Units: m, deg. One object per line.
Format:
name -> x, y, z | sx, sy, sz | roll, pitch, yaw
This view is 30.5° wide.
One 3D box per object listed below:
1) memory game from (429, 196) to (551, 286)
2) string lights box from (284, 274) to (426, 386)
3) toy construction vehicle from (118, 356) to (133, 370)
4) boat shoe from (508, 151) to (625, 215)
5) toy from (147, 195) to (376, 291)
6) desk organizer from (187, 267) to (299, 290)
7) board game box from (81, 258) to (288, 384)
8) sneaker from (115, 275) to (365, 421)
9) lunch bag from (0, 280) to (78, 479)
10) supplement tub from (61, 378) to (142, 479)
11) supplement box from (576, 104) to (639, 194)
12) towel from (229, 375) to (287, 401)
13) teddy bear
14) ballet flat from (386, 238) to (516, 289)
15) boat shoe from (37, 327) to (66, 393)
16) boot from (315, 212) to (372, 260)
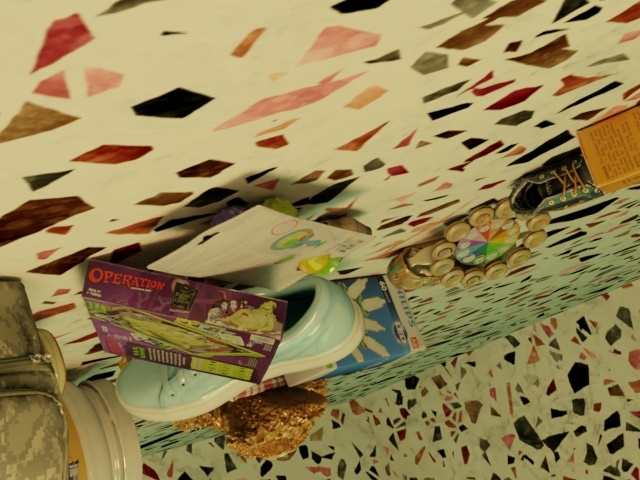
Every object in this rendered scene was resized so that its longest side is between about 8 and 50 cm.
memory game -> 0.237, 0.005, 1.638 | 0.186, 0.012, 0.186 | -15, 143, -11
string lights box -> 0.037, 0.131, 1.774 | 0.077, 0.133, 0.260 | -30, 165, 37
toy construction vehicle -> -0.248, 0.161, 1.725 | 0.086, 0.035, 0.098 | -18, 166, -33
boat shoe -> 0.312, -0.072, 1.446 | 0.083, 0.065, 0.183 | -14, 168, -29
toy -> -0.058, -0.005, 1.188 | 0.137, 0.056, 0.237 | -29, 157, 23
desk organizer -> -0.084, 0.025, 1.306 | 0.130, 0.050, 0.047 | -12, 166, -31
board game box -> -0.154, 0.101, 1.336 | 0.208, 0.056, 0.347 | 8, 165, -5
sneaker -> -0.132, 0.127, 1.583 | 0.366, 0.135, 0.150 | -23, 142, 9
lunch bag -> -0.379, 0.184, 1.071 | 0.212, 0.256, 0.305 | -24, 168, 24
supplement tub -> -0.440, 0.328, 1.695 | 0.316, 0.228, 0.228 | -12, 166, -32
supplement box -> 0.412, -0.130, 1.319 | 0.233, 0.080, 0.078 | -25, 166, 18
towel -> -0.113, 0.188, 1.732 | 0.144, 0.029, 0.197 | 23, -159, 37
teddy bear -> -0.115, 0.243, 1.797 | 0.338, 0.113, 0.245 | 19, -159, 42
ballet flat -> 0.198, 0.023, 1.698 | 0.206, 0.073, 0.067 | -18, 160, -15
boat shoe -> -0.403, 0.180, 1.385 | 0.285, 0.104, 0.089 | -28, 168, 40
boot -> 0.000, 0.000, 1.369 | 0.118, 0.042, 0.087 | -29, 158, 37
